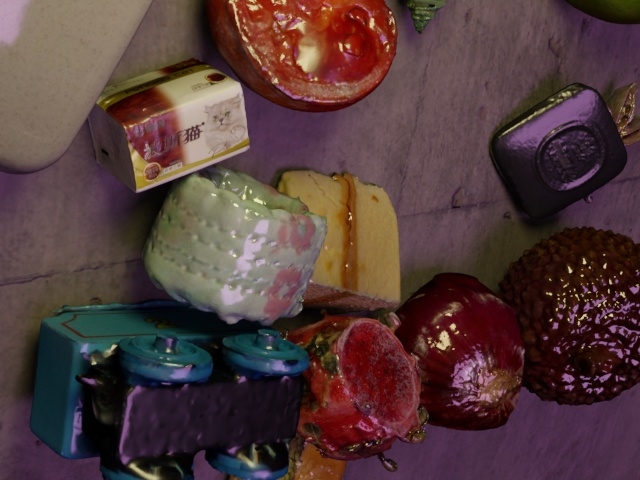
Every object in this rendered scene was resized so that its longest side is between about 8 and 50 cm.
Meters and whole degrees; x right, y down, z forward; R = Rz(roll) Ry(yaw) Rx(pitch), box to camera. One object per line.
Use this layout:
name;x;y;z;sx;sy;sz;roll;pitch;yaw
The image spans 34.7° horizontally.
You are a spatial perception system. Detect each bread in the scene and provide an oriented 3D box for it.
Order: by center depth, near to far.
bread;0.000;0.000;1.444;0.240;0.135;0.178;14;71;-44
bread;-0.040;0.327;1.522;0.139;0.143;0.229;-1;118;-39

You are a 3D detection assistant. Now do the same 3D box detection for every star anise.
star anise;0.463;-0.180;1.716;0.172;0.063;0.208;33;97;-40

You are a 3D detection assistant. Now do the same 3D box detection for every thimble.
thimble;-0.099;0.005;1.238;0.211;0.185;0.149;20;100;-21

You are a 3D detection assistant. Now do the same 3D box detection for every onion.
onion;0.191;0.165;1.583;0.207;0.216;0.206;2;108;-33

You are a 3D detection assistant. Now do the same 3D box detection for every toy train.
toy train;-0.181;0.177;1.223;0.300;0.265;0.188;2;102;-40

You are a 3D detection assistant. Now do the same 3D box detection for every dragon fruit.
dragon fruit;0.056;0.202;1.442;0.147;0.211;0.282;-38;104;26

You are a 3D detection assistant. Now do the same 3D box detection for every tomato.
tomato;-0.037;-0.250;1.182;0.200;0.139;0.233;-34;99;-30

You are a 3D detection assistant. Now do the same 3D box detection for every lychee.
lychee;0.429;0.119;1.684;0.306;0.330;0.306;1;120;1

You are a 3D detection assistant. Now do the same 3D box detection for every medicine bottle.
medicine bottle;-0.284;-0.257;0.971;0.282;0.123;0.375;25;98;-45

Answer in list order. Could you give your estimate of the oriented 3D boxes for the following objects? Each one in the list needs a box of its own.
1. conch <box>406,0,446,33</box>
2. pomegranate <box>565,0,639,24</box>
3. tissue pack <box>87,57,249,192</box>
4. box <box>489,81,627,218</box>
conch;0.138;-0.366;1.309;0.095;0.079;0.201;-15;107;-19
pomegranate;0.456;-0.464;1.423;0.358;0.216;0.310;25;100;-45
tissue pack;-0.172;-0.133;1.155;0.148;0.106;0.099;-25;128;-28
box;0.386;-0.138;1.642;0.201;0.042;0.212;-34;126;2
